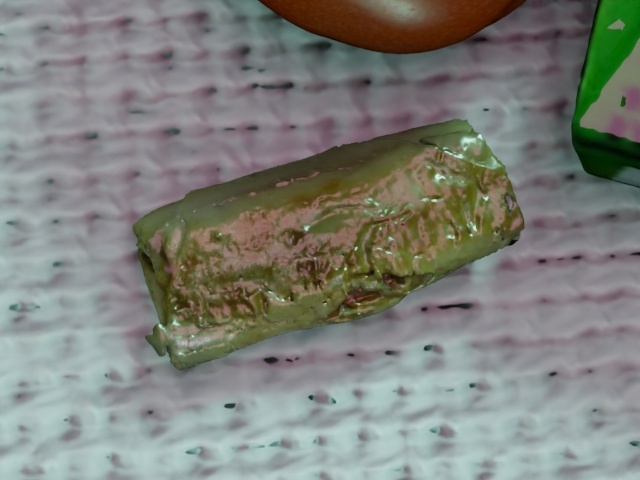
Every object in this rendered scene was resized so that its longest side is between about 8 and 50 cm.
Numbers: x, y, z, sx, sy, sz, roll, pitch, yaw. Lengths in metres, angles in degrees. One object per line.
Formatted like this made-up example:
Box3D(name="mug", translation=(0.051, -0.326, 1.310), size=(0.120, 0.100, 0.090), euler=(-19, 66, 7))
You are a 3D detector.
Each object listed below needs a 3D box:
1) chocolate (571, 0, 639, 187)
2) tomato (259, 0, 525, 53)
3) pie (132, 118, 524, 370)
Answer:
Box3D(name="chocolate", translation=(0.380, -0.169, 1.248), size=(0.360, 0.161, 0.341), euler=(14, 77, 4))
Box3D(name="tomato", translation=(0.062, -0.305, 1.189), size=(0.341, 0.273, 0.341), euler=(1, 77, -4))
Box3D(name="pie", translation=(0.000, 0.000, 1.231), size=(0.282, 0.068, 0.128), euler=(-19, 82, -10))
